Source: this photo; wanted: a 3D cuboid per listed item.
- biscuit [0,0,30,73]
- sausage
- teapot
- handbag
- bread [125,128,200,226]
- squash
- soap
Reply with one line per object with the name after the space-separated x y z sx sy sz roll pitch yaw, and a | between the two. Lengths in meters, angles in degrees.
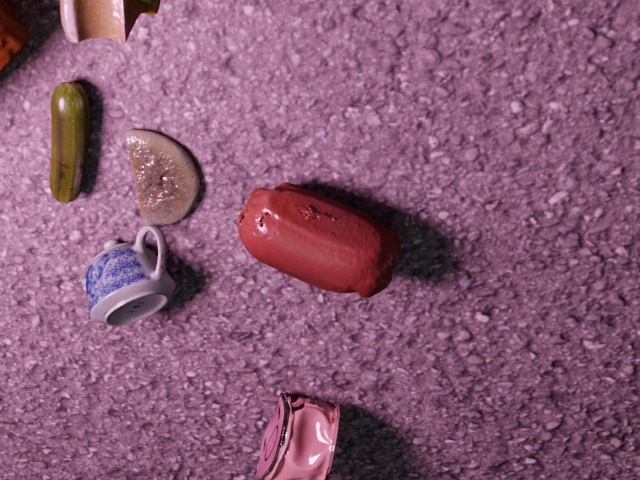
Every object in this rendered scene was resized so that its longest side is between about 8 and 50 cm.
-0.675 -0.316 1.551 0.395 0.166 0.343 -34 117 26 | biscuit
0.000 0.000 1.678 0.280 0.152 0.152 23 126 -5 | sausage
-0.348 0.060 1.801 0.159 0.159 0.232 41 124 -18 | teapot
-0.042 0.391 1.953 0.116 0.179 0.205 14 128 -9 | handbag
-0.262 -0.100 1.725 0.112 0.036 0.193 1 126 9 | bread
-0.420 -0.163 1.693 0.066 0.066 0.229 15 127 0 | squash
-0.283 -0.441 1.351 0.143 0.259 0.281 7 129 -2 | soap
